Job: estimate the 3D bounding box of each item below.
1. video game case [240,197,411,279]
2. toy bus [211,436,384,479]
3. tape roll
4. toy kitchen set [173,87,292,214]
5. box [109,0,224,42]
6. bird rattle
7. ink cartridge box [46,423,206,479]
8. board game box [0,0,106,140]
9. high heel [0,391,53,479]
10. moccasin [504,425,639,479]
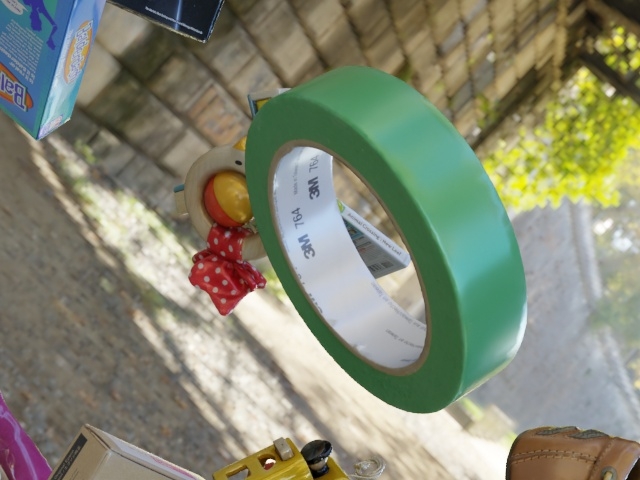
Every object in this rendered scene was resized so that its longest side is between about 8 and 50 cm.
[{"bbox_3d":[0.000,0.000,1.646,0.193,0.023,0.212,37,-30,-18],"label":"video game case"},{"bbox_3d":[-0.041,0.311,1.486,0.202,0.190,0.104,-54,132,-52],"label":"toy bus"},{"bbox_3d":[0.050,0.002,1.045,0.321,0.077,0.321,43,-31,33],"label":"tape roll"},{"bbox_3d":[-0.128,-0.142,1.742,0.207,0.122,0.166,-15,91,-55],"label":"toy kitchen set"},{"bbox_3d":[-0.186,-0.323,1.264,0.180,0.147,0.077,18,6,-46],"label":"box"},{"bbox_3d":[-0.102,-0.032,1.551,0.253,0.143,0.207,-26,-85,44],"label":"bird rattle"},{"bbox_3d":[-0.270,0.381,1.533,0.234,0.193,0.088,37,-6,-40],"label":"ink cartridge box"},{"bbox_3d":[-0.259,-0.206,0.942,0.160,0.047,0.210,41,-41,6],"label":"board game box"},{"bbox_3d":[-0.523,0.288,1.856,0.127,0.378,0.181,-10,-4,40],"label":"high heel"},{"bbox_3d":[0.233,0.357,0.992,0.147,0.380,0.139,5,-4,40],"label":"moccasin"}]
